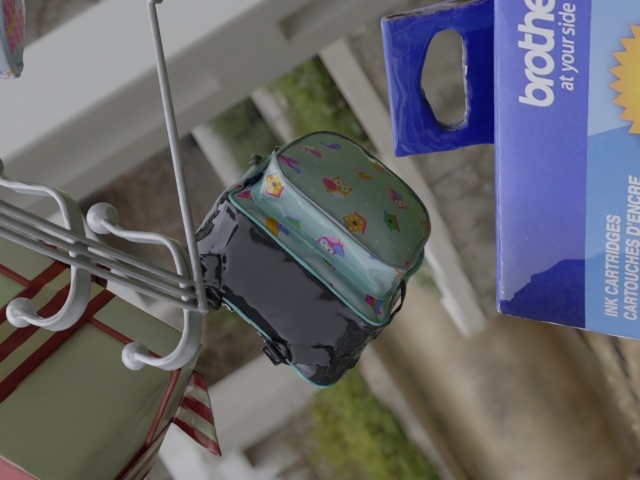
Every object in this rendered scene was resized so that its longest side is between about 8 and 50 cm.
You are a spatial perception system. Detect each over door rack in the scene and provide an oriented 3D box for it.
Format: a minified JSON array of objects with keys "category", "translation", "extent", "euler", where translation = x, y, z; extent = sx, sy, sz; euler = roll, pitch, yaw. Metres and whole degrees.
[{"category":"over door rack","translation":[-0.175,-0.096,1.084],"extent":[0.239,0.108,0.324],"euler":[27,-124,-52]}]

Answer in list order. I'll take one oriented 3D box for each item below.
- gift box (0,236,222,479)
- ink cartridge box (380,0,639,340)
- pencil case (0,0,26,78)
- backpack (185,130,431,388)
[{"category":"gift box","translation":[-0.242,0.166,1.323],"extent":[0.276,0.255,0.258],"euler":[33,-148,4]},{"category":"ink cartridge box","translation":[0.235,-0.072,0.890],"extent":[0.395,0.151,0.270],"euler":[12,137,19]},{"category":"pencil case","translation":[-0.357,-0.170,1.295],"extent":[0.113,0.273,0.124],"euler":[-93,-1,-79]},{"category":"backpack","translation":[0.000,0.000,1.345],"extent":[0.166,0.144,0.188],"euler":[38,-160,1]}]
